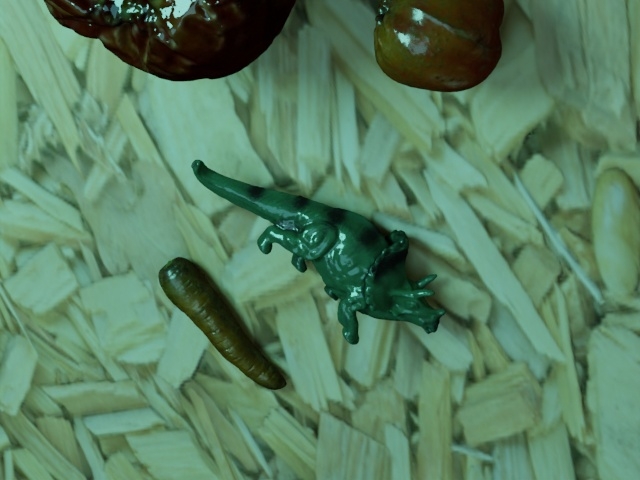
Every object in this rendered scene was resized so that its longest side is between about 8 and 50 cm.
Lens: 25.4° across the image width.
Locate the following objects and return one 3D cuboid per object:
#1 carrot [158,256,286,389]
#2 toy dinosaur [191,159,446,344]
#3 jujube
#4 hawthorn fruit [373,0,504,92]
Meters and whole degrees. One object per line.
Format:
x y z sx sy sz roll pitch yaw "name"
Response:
-0.106 0.096 1.541 0.047 0.047 0.191 -31 105 30 "carrot"
-0.006 0.015 1.446 0.292 0.079 0.120 23 117 2 "toy dinosaur"
-0.133 -0.253 1.277 0.232 0.213 0.213 25 122 10 "jujube"
0.107 -0.193 1.275 0.128 0.128 0.128 8 119 14 "hawthorn fruit"
